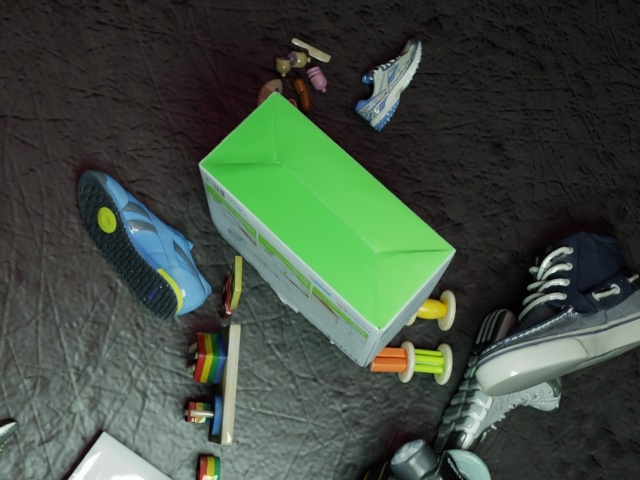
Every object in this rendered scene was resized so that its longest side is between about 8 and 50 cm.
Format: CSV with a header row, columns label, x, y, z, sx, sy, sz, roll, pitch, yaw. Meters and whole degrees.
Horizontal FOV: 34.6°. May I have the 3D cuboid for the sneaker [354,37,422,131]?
label,x,y,z,sx,sy,sz,roll,pitch,yaw
sneaker,0.088,-0.213,1.337,0.058,0.052,0.135,29,75,-5

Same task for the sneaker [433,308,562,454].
label,x,y,z,sx,sy,sz,roll,pitch,yaw
sneaker,0.238,0.211,1.295,0.132,0.086,0.229,28,75,-11

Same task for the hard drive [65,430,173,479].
label,x,y,z,sx,sy,sz,roll,pitch,yaw
hard drive,-0.184,0.398,1.177,0.318,0.040,0.210,37,74,-6

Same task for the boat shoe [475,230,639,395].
label,x,y,z,sx,sy,sz,roll,pitch,yaw
boat shoe,0.285,0.082,1.263,0.340,0.127,0.158,-7,67,-46

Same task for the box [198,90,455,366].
label,x,y,z,sx,sy,sz,roll,pitch,yaw
box,0.000,0.000,1.158,0.262,0.231,0.127,42,77,11

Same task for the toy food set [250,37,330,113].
label,x,y,z,sx,sy,sz,roll,pitch,yaw
toy food set,-0.032,-0.199,1.319,0.078,0.019,0.122,25,76,-10

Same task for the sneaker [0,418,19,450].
label,x,y,z,sx,sy,sz,roll,pitch,yaw
sneaker,-0.374,0.236,1.162,0.083,0.031,0.035,-37,105,-13

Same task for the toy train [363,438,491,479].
label,x,y,z,sx,sy,sz,roll,pitch,yaw
toy train,0.156,0.392,1.204,0.190,0.142,0.334,-32,97,23

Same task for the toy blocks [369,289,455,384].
label,x,y,z,sx,sy,sz,roll,pitch,yaw
toy blocks,0.090,0.114,1.285,0.148,0.054,0.123,8,79,-13

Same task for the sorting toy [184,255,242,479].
label,x,y,z,sx,sy,sz,roll,pitch,yaw
sorting toy,-0.127,0.156,1.181,0.046,0.132,0.274,6,80,-12

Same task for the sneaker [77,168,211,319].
label,x,y,z,sx,sy,sz,roll,pitch,yaw
sneaker,-0.210,-0.002,1.228,0.209,0.069,0.082,52,40,7
